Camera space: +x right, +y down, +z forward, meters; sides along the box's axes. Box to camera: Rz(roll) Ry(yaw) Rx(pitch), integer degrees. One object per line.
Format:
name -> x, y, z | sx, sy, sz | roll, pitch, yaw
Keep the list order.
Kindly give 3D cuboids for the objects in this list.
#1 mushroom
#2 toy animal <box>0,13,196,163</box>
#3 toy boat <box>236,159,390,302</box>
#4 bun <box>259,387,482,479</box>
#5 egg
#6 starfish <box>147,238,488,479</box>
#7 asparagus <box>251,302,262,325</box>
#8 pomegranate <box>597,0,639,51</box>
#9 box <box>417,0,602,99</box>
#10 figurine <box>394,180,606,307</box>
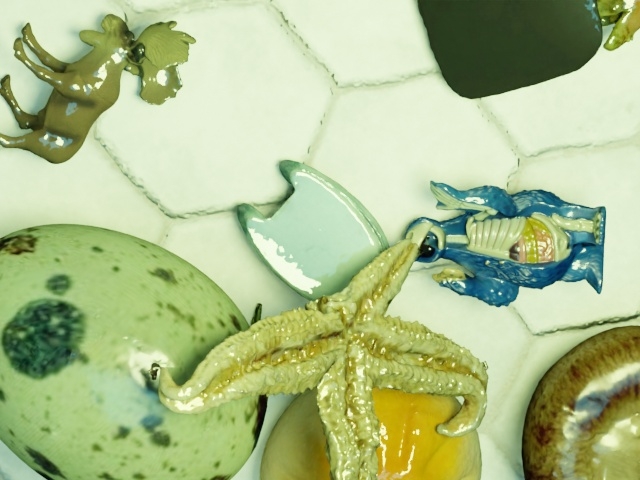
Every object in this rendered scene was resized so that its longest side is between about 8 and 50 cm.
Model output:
mushroom -> 0.434, 0.293, 1.498 | 0.334, 0.356, 0.331 | -19, 115, -1
toy animal -> -0.252, -0.175, 1.338 | 0.186, 0.093, 0.214 | 26, 111, -14
toy boat -> 0.000, 0.000, 1.465 | 0.208, 0.079, 0.134 | 41, 91, -11
bun -> 0.069, 0.313, 1.541 | 0.299, 0.165, 0.298 | -3, 111, -8
egg -> -0.234, 0.137, 1.345 | 0.379, 0.287, 0.287 | 35, 101, -21
starfish -> 0.030, 0.182, 1.339 | 0.082, 0.432, 0.324 | -15, 104, 42
asparagus -> -0.089, 0.153, 1.529 | 0.016, 0.013, 0.166 | -17, 123, -51
pomegranate -> 0.398, -0.350, 1.330 | 0.286, 0.231, 0.231 | -26, 114, 12
box -> 0.210, -0.272, 1.363 | 0.201, 0.042, 0.212 | -13, 113, 27
figurine -> 0.225, -0.002, 1.484 | 0.262, 0.120, 0.164 | 11, 121, -1
